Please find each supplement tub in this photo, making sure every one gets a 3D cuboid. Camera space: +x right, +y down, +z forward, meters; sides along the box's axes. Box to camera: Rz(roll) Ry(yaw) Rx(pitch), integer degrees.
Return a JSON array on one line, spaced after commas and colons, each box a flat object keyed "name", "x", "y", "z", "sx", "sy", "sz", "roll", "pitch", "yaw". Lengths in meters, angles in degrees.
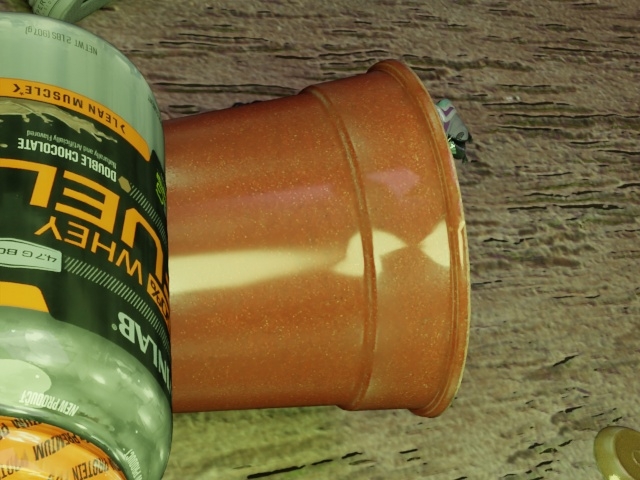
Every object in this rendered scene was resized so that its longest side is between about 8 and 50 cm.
[{"name": "supplement tub", "x": -0.190, "y": 0.043, "z": 1.134, "sx": 0.207, "sy": 0.207, "sz": 0.338, "roll": 19, "pitch": 42, "yaw": -25}]

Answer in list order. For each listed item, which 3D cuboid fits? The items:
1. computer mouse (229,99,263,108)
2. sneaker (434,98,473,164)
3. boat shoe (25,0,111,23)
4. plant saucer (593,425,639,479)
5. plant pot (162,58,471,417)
[{"name": "computer mouse", "x": 0.000, "y": 0.000, "z": 1.668, "sx": 0.272, "sy": 0.072, "sz": 0.188, "roll": 38, "pitch": 28, "yaw": 5}, {"name": "sneaker", "x": 0.114, "y": -0.097, "z": 1.867, "sx": 0.098, "sy": 0.038, "sz": 0.069, "roll": -25, "pitch": 72, "yaw": -47}, {"name": "boat shoe", "x": -0.165, "y": -0.309, "z": 1.765, "sx": 0.119, "sy": 0.121, "sz": 0.335, "roll": 49, "pitch": 42, "yaw": 2}, {"name": "plant saucer", "x": 0.284, "y": 0.200, "z": 1.757, "sx": 0.083, "sy": 0.015, "sz": 0.083, "roll": 22, "pitch": 44, "yaw": -23}, {"name": "plant pot", "x": -0.060, "y": 0.015, "z": 1.430, "sx": 0.265, "sy": 0.272, "sz": 0.272, "roll": -7, "pitch": 57, "yaw": -15}]
